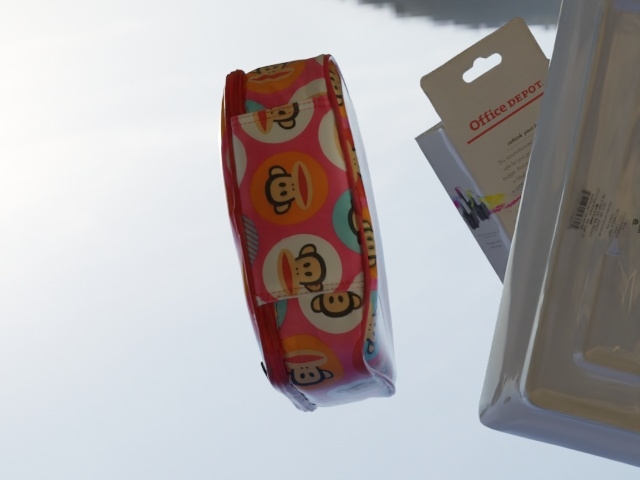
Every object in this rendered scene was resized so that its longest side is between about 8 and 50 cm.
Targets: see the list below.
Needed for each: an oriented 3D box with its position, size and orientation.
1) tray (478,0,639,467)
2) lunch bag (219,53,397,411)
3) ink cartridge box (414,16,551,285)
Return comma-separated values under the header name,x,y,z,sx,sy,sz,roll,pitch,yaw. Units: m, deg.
name,x,y,z,sx,sy,sz,roll,pitch,yaw
tray,0.170,-0.011,0.883,0.145,0.270,0.030,14,-166,15
lunch bag,0.000,0.000,1.549,0.120,0.293,0.258,-10,165,8
ink cartridge box,0.146,-0.062,1.305,0.104,0.181,0.061,-33,-174,-19
